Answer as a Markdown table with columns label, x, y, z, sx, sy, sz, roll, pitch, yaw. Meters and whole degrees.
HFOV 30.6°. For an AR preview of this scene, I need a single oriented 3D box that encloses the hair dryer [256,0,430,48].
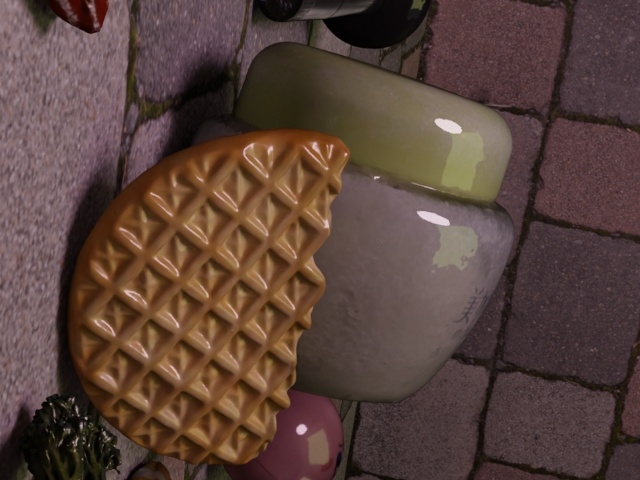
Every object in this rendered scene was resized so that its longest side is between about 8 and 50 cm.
| label | x | y | z | sx | sy | sz | roll | pitch | yaw |
| --- | --- | --- | --- | --- | --- | --- | --- | --- | --- |
| hair dryer | 0.045 | -0.375 | 1.363 | 0.284 | 0.155 | 0.320 | -69 | 164 | 11 |

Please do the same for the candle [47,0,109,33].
| label | x | y | z | sx | sy | sz | roll | pitch | yaw |
| --- | --- | --- | --- | --- | --- | --- | --- | --- | --- |
| candle | -0.153 | -0.242 | 0.638 | 0.329 | 0.048 | 0.051 | 91 | 6 | -52 |

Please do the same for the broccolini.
| label | x | y | z | sx | sy | sz | roll | pitch | yaw |
| --- | --- | --- | --- | --- | --- | --- | --- | --- | --- |
| broccolini | -0.121 | 0.262 | 0.759 | 0.079 | 0.074 | 0.392 | 94 | -26 | -48 |

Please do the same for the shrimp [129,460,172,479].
| label | x | y | z | sx | sy | sz | roll | pitch | yaw |
| --- | --- | --- | --- | --- | --- | --- | --- | --- | --- |
| shrimp | -0.174 | 0.330 | 1.247 | 0.287 | 0.062 | 0.152 | 84 | 9 | -58 |

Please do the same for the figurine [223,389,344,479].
| label | x | y | z | sx | sy | sz | roll | pitch | yaw |
| --- | --- | --- | --- | --- | --- | --- | --- | --- | --- |
| figurine | -0.049 | 0.262 | 1.532 | 0.173 | 0.173 | 0.173 | 12 | 90 | -81 |

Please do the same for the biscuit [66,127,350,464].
| label | x | y | z | sx | sy | sz | roll | pitch | yaw |
| --- | --- | --- | --- | --- | --- | --- | --- | --- | --- |
| biscuit | -0.097 | 0.052 | 0.929 | 0.040 | 0.204 | 0.309 | -126 | -134 | -56 |

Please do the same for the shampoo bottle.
| label | x | y | z | sx | sy | sz | roll | pitch | yaw |
| --- | --- | --- | --- | --- | --- | --- | --- | --- | --- |
| shampoo bottle | 0.018 | -0.013 | 1.123 | 0.322 | 0.322 | 0.317 | -27 | 138 | -78 |
